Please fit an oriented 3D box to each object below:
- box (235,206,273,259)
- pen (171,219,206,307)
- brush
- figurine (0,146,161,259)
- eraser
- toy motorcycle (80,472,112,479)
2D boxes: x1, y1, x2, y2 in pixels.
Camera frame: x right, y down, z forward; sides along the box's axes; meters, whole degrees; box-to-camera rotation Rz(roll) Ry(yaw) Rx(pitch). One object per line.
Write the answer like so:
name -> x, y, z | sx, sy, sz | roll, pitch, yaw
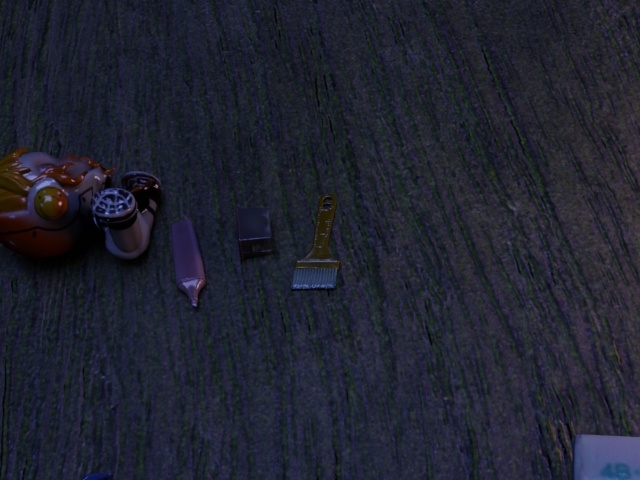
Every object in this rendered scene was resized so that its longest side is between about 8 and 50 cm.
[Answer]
box -> -0.119, -0.016, 2.035 | 0.063, 0.060, 0.084 | -7, 50, -2
pen -> -0.237, 0.044, 2.026 | 0.053, 0.032, 0.197 | -12, 49, -1
brush -> 0.000, 0.000, 2.032 | 0.082, 0.010, 0.218 | 0, 52, 11
figurine -> -0.468, -0.062, 2.045 | 0.323, 0.196, 0.320 | 8, 11, 6
eraser -> 0.501, 0.374, 1.597 | 0.290, 0.104, 0.189 | 0, 49, 10
toy motorcycle -> -0.423, 0.420, 1.745 | 0.205, 0.076, 0.114 | -11, 45, 0
